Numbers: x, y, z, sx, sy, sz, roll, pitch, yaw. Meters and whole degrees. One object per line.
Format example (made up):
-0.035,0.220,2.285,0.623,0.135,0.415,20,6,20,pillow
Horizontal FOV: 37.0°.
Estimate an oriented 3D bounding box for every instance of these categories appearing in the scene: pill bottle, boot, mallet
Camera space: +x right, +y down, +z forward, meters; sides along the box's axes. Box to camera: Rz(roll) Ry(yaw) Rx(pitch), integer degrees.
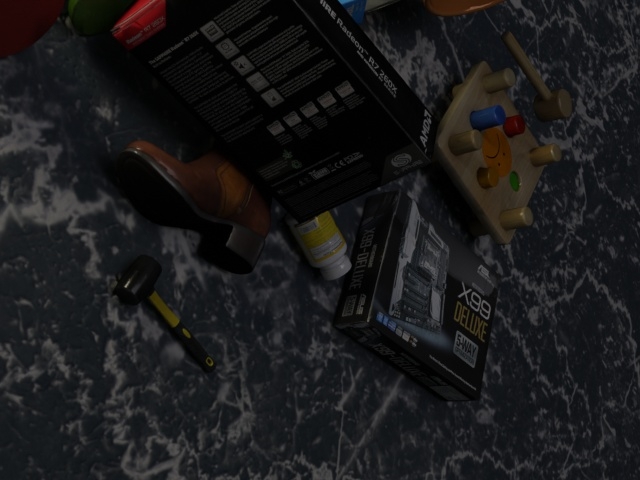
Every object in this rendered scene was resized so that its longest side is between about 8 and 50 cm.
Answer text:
0.000,0.000,1.432,0.065,0.065,0.116,-46,116,-41,pill bottle
-0.135,-0.135,1.296,0.264,0.096,0.280,37,56,-34,boot
-0.196,0.109,1.228,0.062,0.039,0.190,-50,122,-40,mallet

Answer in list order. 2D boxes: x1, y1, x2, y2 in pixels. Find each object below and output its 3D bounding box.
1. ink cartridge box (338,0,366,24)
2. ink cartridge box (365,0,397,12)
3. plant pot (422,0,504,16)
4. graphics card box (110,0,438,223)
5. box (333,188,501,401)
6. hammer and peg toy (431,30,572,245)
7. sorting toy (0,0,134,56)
-0.057,-0.350,1.330,0.203,0.086,0.148,-22,79,-10,ink cartridge box
0.109,-0.518,1.632,0.154,0.093,0.212,51,48,-27,ink cartridge box
0.261,-0.527,1.548,0.291,0.291,0.203,-13,75,-47,plant pot
-0.048,-0.202,1.204,0.371,0.232,0.094,45,38,-27,graphics card box
0.171,0.098,1.585,0.307,0.076,0.242,38,56,-35,box
0.331,-0.202,1.781,0.266,0.127,0.361,51,50,-25,hammer and peg toy
-0.306,-0.336,1.174,0.126,0.127,0.365,47,41,9,sorting toy
